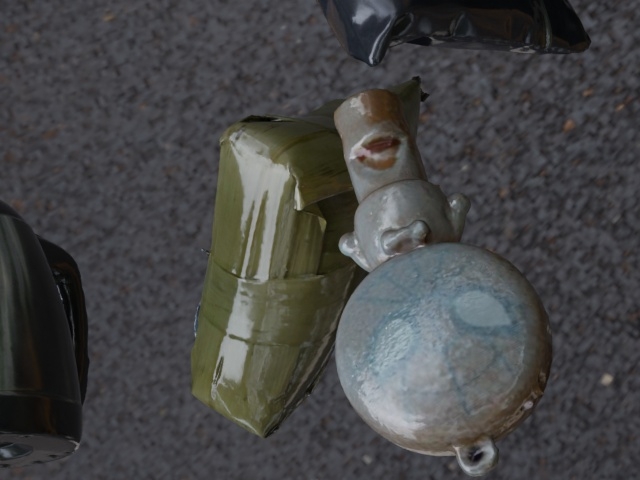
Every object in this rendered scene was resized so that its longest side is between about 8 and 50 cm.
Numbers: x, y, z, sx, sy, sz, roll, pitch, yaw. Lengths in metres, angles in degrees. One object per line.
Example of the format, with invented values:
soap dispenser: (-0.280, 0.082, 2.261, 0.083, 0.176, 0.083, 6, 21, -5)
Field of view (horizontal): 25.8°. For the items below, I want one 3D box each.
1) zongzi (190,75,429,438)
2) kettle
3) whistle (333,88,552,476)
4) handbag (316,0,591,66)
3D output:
zongzi: (0.000, 0.000, 1.048, 0.115, 0.256, 0.228, 21, 117, 18)
kettle: (-0.327, 0.082, 1.401, 0.207, 0.251, 0.271, -35, 57, 57)
whistle: (0.051, 0.019, 0.712, 0.107, 0.057, 0.220, -21, 62, 8)
handbag: (0.054, -0.217, 0.955, 0.254, 0.211, 0.088, 59, 138, 25)
